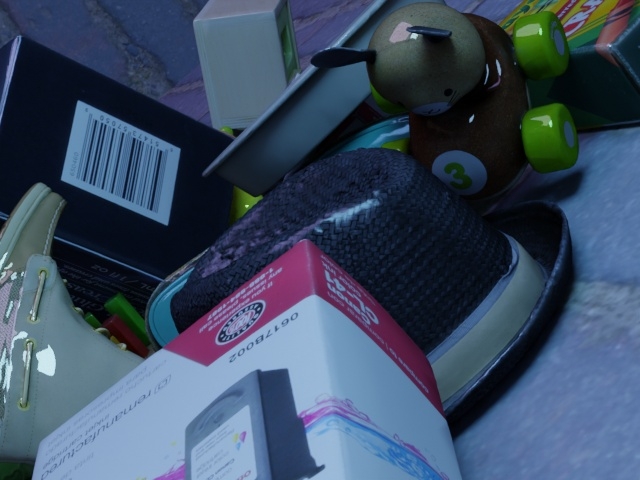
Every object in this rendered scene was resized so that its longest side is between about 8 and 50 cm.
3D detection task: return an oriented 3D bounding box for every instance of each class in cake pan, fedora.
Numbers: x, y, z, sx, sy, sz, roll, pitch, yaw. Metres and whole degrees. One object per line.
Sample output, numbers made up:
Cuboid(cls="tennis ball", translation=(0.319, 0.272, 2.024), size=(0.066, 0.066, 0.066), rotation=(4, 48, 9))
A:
Cuboid(cls="cake pan", translation=(0.010, -0.146, 1.190), size=(0.293, 0.054, 0.293), rotation=(-44, 7, 7))
Cuboid(cls="fedora", translation=(0.008, 0.038, 0.911), size=(0.334, 0.152, 0.334), rotation=(-35, 16, 12))

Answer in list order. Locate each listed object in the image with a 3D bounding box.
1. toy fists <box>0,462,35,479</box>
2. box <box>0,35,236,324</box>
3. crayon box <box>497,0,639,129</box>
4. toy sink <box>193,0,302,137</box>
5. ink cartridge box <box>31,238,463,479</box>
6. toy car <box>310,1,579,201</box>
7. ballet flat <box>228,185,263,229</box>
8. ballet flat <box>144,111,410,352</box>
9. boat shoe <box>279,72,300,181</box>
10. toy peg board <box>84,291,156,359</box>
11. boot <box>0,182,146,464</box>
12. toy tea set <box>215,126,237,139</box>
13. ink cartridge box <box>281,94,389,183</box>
Cuboid(cls="toy fists", translation=(-0.261, 0.229, 1.103), size=(0.142, 0.096, 0.279), rotation=(-22, 20, 27))
Cuboid(cls="box", translation=(-0.335, -0.021, 1.477), size=(0.395, 0.294, 0.211), rotation=(-23, 53, 46))
Cuboid(cls="crayon box", translation=(0.241, -0.184, 1.133), size=(0.202, 0.081, 0.318), rotation=(-45, 16, -18))
Cuboid(cls="toy sink", translation=(-0.094, -0.243, 1.908), size=(0.131, 0.234, 0.153), rotation=(-5, 23, 9))
Cuboid(cls="ink cartridge box", translation=(-0.042, 0.167, 0.647), size=(0.226, 0.131, 0.306), rotation=(-37, 22, 13))
Cuboid(cls="toy car", translation=(0.083, -0.115, 0.945), size=(0.155, 0.148, 0.188), rotation=(-11, -15, 29))
Cuboid(cls="ballet flat", translation=(-0.164, -0.013, 1.575), size=(0.231, 0.077, 0.077), rotation=(-29, 17, 32))
Cuboid(cls="ballet flat", translation=(0.000, 0.000, 1.140), size=(0.349, 0.123, 0.123), rotation=(-35, 16, 8))
Cuboid(cls="boat shoe", translation=(-0.039, -0.111, 1.544), size=(0.095, 0.079, 0.254), rotation=(-65, 6, -35))
Cuboid(cls="toy peg board", translation=(-0.248, 0.141, 1.338), size=(0.161, 0.079, 0.160), rotation=(-34, 16, 20))
Cuboid(cls="boot", translation=(-0.197, 0.085, 1.075), size=(0.095, 0.204, 0.262), rotation=(121, 163, -48))
Cuboid(cls="toy tea set", translation=(-0.261, -0.124, 1.636), size=(0.200, 0.336, 0.124), rotation=(109, 168, -63))
Cuboid(cls="ink cartridge box", translation=(0.034, -0.101, 1.344), size=(0.127, 0.072, 0.175), rotation=(-46, 11, 27))
